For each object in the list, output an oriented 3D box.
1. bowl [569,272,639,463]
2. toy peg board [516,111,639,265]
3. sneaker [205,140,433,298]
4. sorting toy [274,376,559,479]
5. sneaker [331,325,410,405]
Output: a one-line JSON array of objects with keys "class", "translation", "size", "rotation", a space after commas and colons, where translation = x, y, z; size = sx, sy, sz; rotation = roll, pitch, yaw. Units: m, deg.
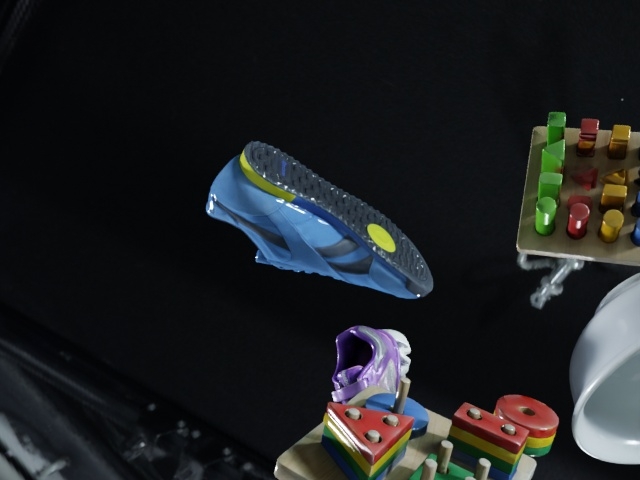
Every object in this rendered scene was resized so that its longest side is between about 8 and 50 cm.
[{"class": "bowl", "translation": [0.408, 0.121, 0.827], "size": [0.298, 0.134, 0.297], "rotation": [-5, -45, -5]}, {"class": "toy peg board", "translation": [0.310, -0.065, 0.808], "size": [0.161, 0.079, 0.161], "rotation": [7, -109, 19]}, {"class": "sneaker", "translation": [0.000, 0.000, 0.629], "size": [0.209, 0.069, 0.082], "rotation": [31, -61, -16]}, {"class": "sorting toy", "translation": [0.058, 0.135, 0.460], "size": [0.132, 0.275, 0.046], "rotation": [21, -68, 26]}, {"class": "sneaker", "translation": [0.060, 0.206, 0.908], "size": [0.095, 0.104, 0.236], "rotation": [-23, -129, 27]}]
